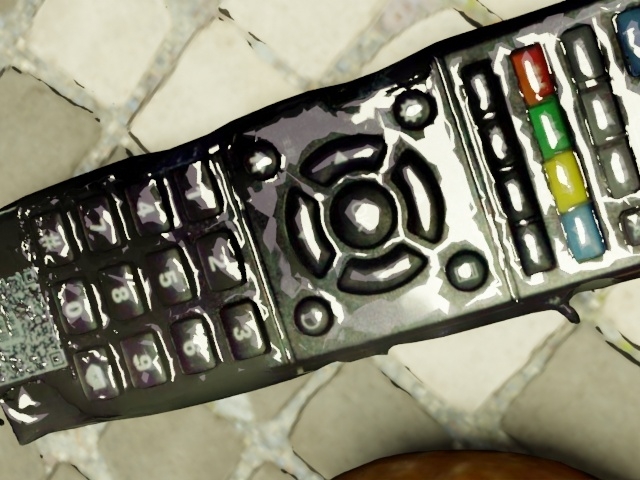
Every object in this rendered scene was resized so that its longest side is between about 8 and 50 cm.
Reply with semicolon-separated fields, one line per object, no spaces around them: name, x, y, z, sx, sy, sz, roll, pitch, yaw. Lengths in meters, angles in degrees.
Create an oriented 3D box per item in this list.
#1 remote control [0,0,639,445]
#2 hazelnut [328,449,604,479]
remote control;0.000;0.000;0.540;0.398;0.062;0.145;-17;94;15
hazelnut;0.080;0.193;0.466;0.234;0.218;0.218;44;106;18
